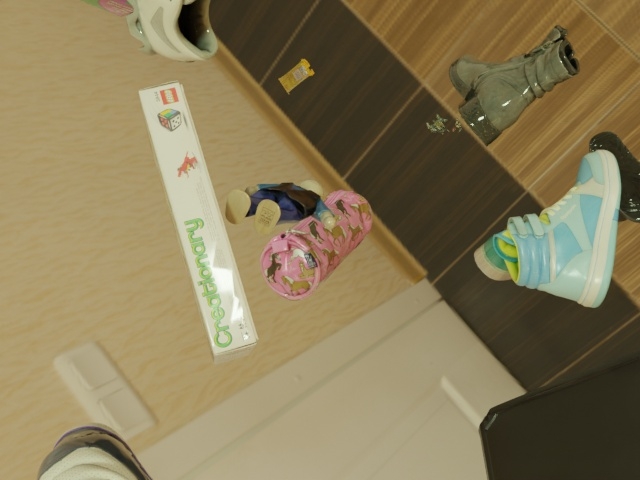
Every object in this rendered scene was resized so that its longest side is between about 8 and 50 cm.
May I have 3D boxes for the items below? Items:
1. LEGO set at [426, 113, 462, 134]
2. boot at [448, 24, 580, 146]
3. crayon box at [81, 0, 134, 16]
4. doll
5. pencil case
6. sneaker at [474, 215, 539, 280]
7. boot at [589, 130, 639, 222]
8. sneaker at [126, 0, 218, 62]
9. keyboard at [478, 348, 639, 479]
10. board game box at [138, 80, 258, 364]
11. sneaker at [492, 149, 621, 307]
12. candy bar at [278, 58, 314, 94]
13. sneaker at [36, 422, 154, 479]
[{"bbox_3d":[0.269,-0.250,1.604,0.083,0.054,0.023,14,146,-9],"label":"LEGO set"},{"bbox_3d":[0.266,-0.228,0.988,0.161,0.246,0.083,-37,112,23],"label":"boot"},{"bbox_3d":[-0.403,-0.552,1.104,0.106,0.363,0.313,2,88,36],"label":"crayon box"},{"bbox_3d":[-0.039,-0.044,0.892,0.129,0.189,0.046,20,107,15],"label":"doll"},{"bbox_3d":[0.000,0.000,1.849,0.160,0.386,0.167,40,124,6],"label":"pencil case"},{"bbox_3d":[0.451,0.009,1.518,0.121,0.302,0.108,-47,65,38],"label":"sneaker"},{"bbox_3d":[0.678,-0.099,1.625,0.094,0.207,0.246,-24,53,11],"label":"boot"},{"bbox_3d":[-0.210,-0.394,0.995,0.146,0.122,0.330,22,146,29],"label":"sneaker"},{"bbox_3d":[0.232,0.121,0.353,0.317,0.201,0.033,-29,127,26],"label":"keyboard"},{"bbox_3d":[-0.145,-0.009,0.867,0.193,0.053,0.305,123,130,-74],"label":"board game box"},{"bbox_3d":[0.433,-0.045,1.350,0.208,0.319,0.127,10,152,11],"label":"sneaker"},{"bbox_3d":[-0.053,-0.339,1.514,0.040,0.018,0.161,58,160,-9],"label":"candy bar"},{"bbox_3d":[-0.189,0.352,0.797,0.323,0.130,0.236,53,170,-12],"label":"sneaker"}]
